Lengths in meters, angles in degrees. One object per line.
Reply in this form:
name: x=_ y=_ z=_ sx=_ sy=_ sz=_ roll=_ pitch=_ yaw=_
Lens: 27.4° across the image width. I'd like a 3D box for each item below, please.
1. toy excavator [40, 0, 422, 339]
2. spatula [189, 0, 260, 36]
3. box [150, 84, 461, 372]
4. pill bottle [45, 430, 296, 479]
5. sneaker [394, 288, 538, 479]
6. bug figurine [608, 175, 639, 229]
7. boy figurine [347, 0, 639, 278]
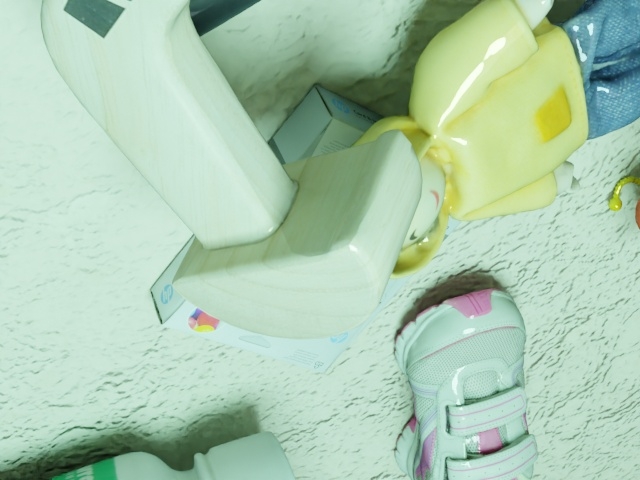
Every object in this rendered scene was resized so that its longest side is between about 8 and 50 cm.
toy excavator: x=-0.074 y=-0.167 z=0.512 sx=0.433 sy=0.222 sz=0.445 roll=32 pitch=145 yaw=-12
spatula: x=0.015 y=-0.162 z=0.712 sx=0.296 sy=0.030 sz=0.084 roll=-25 pitch=140 yaw=-1
box: x=0.000 y=0.000 z=0.861 sx=0.145 sy=0.038 sz=0.186 roll=20 pitch=120 yaw=-38
pill bottle: x=-0.179 y=0.270 z=0.920 sx=0.361 sy=0.204 sz=0.204 roll=-17 pitch=137 yaw=-10
sneaker: x=0.121 y=0.140 z=1.005 sx=0.103 sy=0.111 sz=0.252 roll=-16 pitch=137 yaw=-11
bug figurine: x=0.295 y=-0.074 z=0.844 sx=0.279 sy=0.072 sz=0.216 roll=-44 pitch=178 yaw=16
boy figurine: x=0.117 y=-0.078 z=0.771 sx=0.285 sy=0.092 sz=0.177 roll=-29 pitch=139 yaw=-17
